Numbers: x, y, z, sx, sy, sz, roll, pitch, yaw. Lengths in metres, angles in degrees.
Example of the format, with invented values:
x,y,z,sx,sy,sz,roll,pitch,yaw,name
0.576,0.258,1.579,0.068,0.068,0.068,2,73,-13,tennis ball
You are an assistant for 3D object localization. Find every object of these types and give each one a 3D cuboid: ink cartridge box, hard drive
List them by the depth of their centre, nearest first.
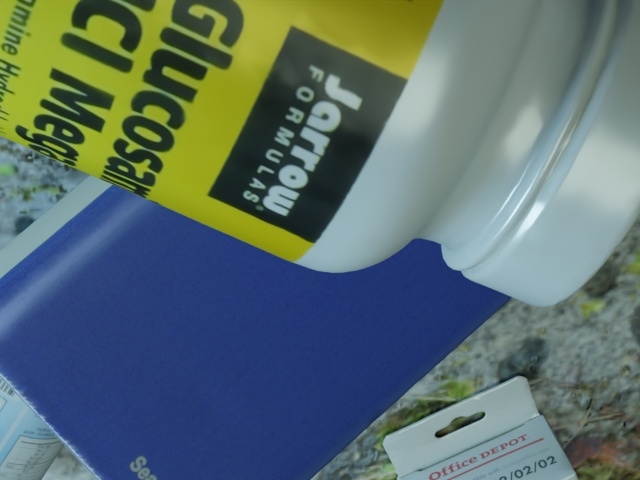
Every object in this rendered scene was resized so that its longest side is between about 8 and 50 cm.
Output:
x,y,z,sx,sy,sz,roll,pitch,yaw,name
0.000,0.000,0.727,0.318,0.040,0.210,-41,127,-9,hard drive
0.119,0.184,0.932,0.104,0.062,0.181,-25,126,0,ink cartridge box

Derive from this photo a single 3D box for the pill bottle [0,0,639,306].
x,y,z,sx,sy,sz,roll,pitch,yaw,name
-0.033,-0.102,0.560,0.333,0.188,0.188,23,115,-8,pill bottle

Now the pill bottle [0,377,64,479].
x,y,z,sx,sy,sz,roll,pitch,yaw,name
-0.175,0.091,0.765,0.087,0.087,0.160,24,114,-29,pill bottle
